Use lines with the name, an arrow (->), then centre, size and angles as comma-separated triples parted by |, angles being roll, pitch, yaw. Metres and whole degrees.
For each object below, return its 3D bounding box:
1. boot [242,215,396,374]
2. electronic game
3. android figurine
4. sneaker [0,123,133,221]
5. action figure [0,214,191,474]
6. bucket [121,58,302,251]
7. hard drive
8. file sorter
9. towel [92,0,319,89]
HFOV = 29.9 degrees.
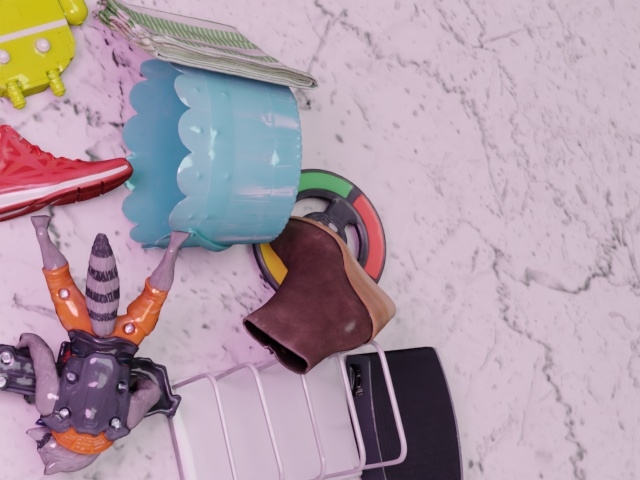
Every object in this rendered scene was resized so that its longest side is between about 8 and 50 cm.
boot -> -0.035, 0.068, 1.673 | 0.248, 0.090, 0.207 | 39, 41, 25
electronic game -> 0.000, 0.000, 1.844 | 0.229, 0.048, 0.229 | 8, 72, -25
android figurine -> -0.451, -0.315, 1.695 | 0.248, 0.056, 0.273 | -21, 85, -31
sneaker -> -0.376, -0.112, 1.643 | 0.221, 0.087, 0.128 | -16, 82, -19
action figure -> -0.331, 0.139, 1.523 | 0.341, 0.178, 0.330 | 5, 96, -15
bucket -> -0.156, -0.116, 1.672 | 0.183, 0.281, 0.281 | 4, 74, -26
hard drive -> 0.134, 0.290, 1.829 | 0.172, 0.054, 0.255 | -3, 77, -28
file sorter -> -0.049, 0.256, 1.675 | 0.277, 0.173, 0.193 | -8, 79, -29
towel -> -0.172, -0.282, 1.695 | 0.248, 0.325, 0.038 | 9, 105, -27
